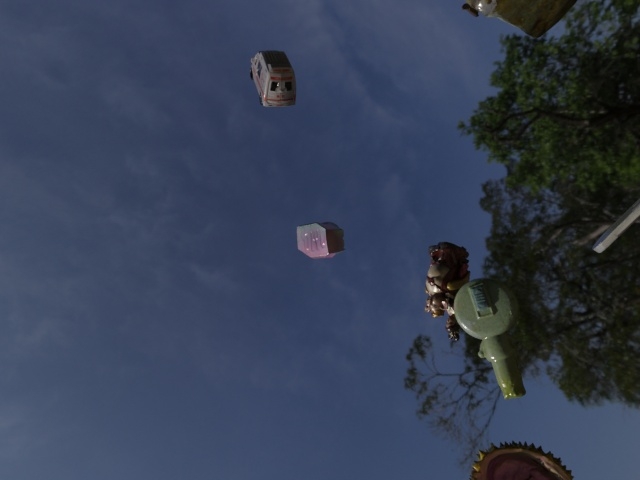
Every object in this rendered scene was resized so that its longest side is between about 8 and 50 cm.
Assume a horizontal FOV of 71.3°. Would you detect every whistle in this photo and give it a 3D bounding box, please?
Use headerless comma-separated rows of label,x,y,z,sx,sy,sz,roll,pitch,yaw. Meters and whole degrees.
whistle,0.285,0.156,0.733,0.057,0.104,0.198,30,-135,-56

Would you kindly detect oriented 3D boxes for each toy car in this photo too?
toy car,-0.120,-0.421,1.110,0.090,0.209,0.108,-8,-42,-14

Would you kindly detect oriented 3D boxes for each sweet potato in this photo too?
sweet potato,0.448,-0.691,1.331,0.115,0.026,0.026,-10,-80,-47

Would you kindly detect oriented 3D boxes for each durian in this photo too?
durian,0.361,0.434,0.780,0.132,0.183,0.165,-45,-40,-42

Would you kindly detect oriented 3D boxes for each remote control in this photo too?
remote control,0.726,-0.065,1.031,0.077,0.022,0.245,-26,-29,-49

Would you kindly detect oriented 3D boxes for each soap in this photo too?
soap,0.000,0.000,1.226,0.056,0.149,0.100,-4,-92,-38

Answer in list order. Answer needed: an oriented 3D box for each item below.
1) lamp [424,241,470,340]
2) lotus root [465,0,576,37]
lamp,0.328,0.130,1.179,0.118,0.118,0.253,29,-114,-38
lotus root,0.450,-0.602,0.861,0.251,0.250,0.346,-17,-38,-39
